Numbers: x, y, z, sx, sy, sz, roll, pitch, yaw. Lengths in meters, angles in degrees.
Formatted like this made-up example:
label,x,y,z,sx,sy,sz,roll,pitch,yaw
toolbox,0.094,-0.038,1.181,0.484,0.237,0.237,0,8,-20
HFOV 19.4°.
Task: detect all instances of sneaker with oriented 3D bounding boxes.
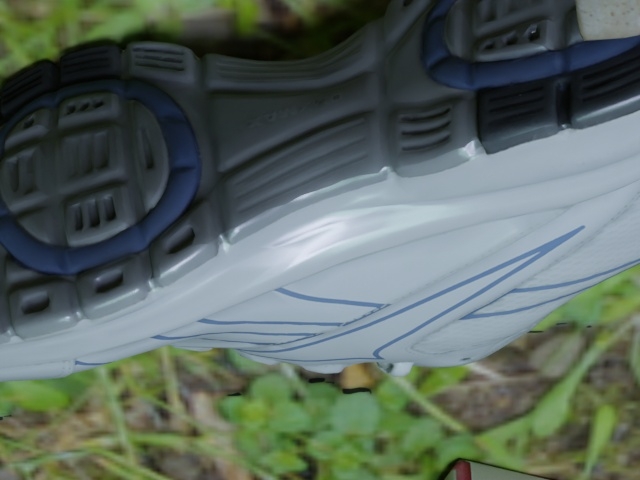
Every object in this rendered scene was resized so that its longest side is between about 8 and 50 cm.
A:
label,x,y,z,sx,sy,sz,roll,pitch,yaw
sneaker,0.000,0.000,0.568,0.297,0.111,0.129,-14,139,14

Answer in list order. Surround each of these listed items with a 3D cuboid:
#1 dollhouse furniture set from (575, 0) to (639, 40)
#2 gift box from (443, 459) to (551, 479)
label,x,y,z,sx,sy,sz,roll,pitch,yaw
dollhouse furniture set,0.228,-0.167,0.348,0.374,0.201,0.152,-2,135,11
gift box,0.104,0.262,0.713,0.258,0.276,0.255,15,127,-13
